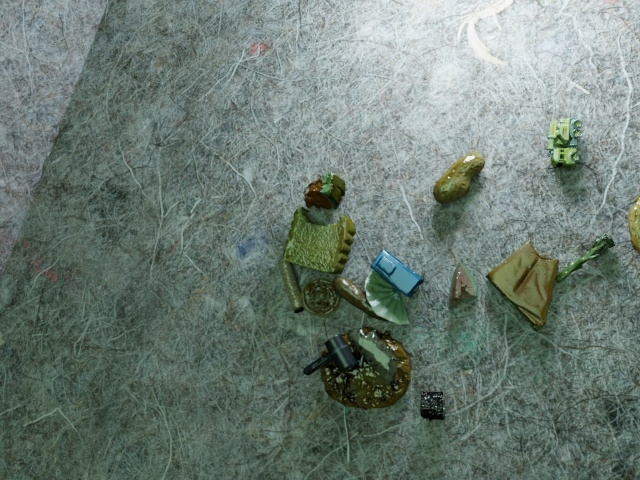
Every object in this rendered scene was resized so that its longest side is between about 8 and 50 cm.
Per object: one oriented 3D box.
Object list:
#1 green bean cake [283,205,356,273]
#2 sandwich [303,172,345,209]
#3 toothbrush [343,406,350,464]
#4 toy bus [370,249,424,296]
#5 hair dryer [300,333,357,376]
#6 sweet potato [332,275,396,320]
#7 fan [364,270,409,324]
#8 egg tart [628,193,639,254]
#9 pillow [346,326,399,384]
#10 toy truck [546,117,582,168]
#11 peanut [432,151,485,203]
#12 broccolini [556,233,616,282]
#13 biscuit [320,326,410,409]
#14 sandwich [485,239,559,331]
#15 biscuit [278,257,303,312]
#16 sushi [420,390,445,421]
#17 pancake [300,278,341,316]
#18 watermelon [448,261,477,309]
[{"bbox_3d":[0.000,0.000,1.814,0.236,0.124,0.232,15,88,20],"label":"green bean cake"},{"bbox_3d":[0.007,-0.191,1.811,0.160,0.185,0.109,5,76,16],"label":"sandwich"},{"bbox_3d":[0.097,0.709,1.735,0.022,0.017,0.204,-9,78,37],"label":"toothbrush"},{"bbox_3d":[0.271,0.115,1.715,0.185,0.106,0.090,39,98,20],"label":"toy bus"},{"bbox_3d":[0.016,0.439,1.698,0.219,0.071,0.124,-35,70,18],"label":"hair dryer"},{"bbox_3d":[0.156,0.224,1.757,0.273,0.075,0.075,34,94,16],"label":"sweet potato"},{"bbox_3d":[0.237,0.211,1.728,0.131,0.009,0.240,-24,64,-18],"label":"fan"},{"bbox_3d":[1.102,-0.039,1.450,0.315,0.120,0.314,-2,83,18],"label":"egg tart"},{"bbox_3d":[0.195,0.386,1.654,0.093,0.051,0.241,-44,72,9],"label":"pillow"},{"bbox_3d":[0.819,-0.330,1.610,0.100,0.077,0.168,6,85,17],"label":"toy truck"},{"bbox_3d":[0.495,-0.221,1.697,0.108,0.095,0.226,41,92,4],"label":"peanut"},{"bbox_3d":[0.855,0.056,1.559,0.216,0.067,0.058,-41,68,18],"label":"broccolini"},{"bbox_3d":[0.154,0.462,1.719,0.334,0.081,0.289,-11,80,15],"label":"biscuit"},{"bbox_3d":[0.715,0.143,1.583,0.212,0.063,0.245,-42,73,7],"label":"sandwich"},{"bbox_3d":[-0.112,0.174,1.861,0.055,0.061,0.219,-13,75,-29],"label":"biscuit"},{"bbox_3d":[0.382,0.564,1.628,0.084,0.098,0.094,-5,62,14],"label":"sushi"},{"bbox_3d":[0.002,0.217,1.820,0.158,0.028,0.158,-1,78,3],"label":"pancake"},{"bbox_3d":[0.496,0.155,1.657,0.101,0.080,0.155,-1,66,10],"label":"watermelon"}]
